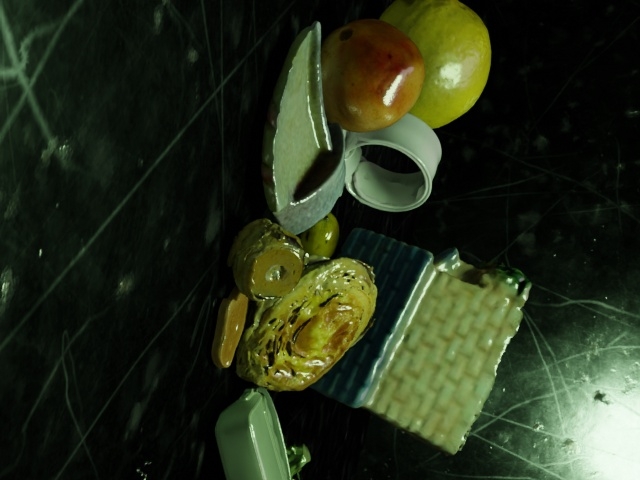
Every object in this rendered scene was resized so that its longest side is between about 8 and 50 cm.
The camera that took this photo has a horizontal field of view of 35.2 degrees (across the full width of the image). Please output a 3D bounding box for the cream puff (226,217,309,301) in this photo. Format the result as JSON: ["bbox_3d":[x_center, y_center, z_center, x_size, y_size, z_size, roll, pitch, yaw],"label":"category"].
[{"bbox_3d":[-0.085,0.025,1.542,0.133,0.119,0.104,64,-5,-35],"label":"cream puff"}]

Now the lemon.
[{"bbox_3d":[0.232,-0.392,2.213,0.297,0.297,0.297,12,90,-78],"label":"lemon"}]

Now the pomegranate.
[{"bbox_3d":[0.086,-0.296,1.798,0.209,0.209,0.209,12,90,-78],"label":"pomegranate"}]

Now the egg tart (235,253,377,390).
[{"bbox_3d":[-0.034,0.125,1.736,0.132,0.297,0.297,53,-26,39],"label":"egg tart"}]

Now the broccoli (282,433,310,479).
[{"bbox_3d":[-0.079,0.430,1.955,0.130,0.120,0.131,23,46,-63],"label":"broccoli"}]

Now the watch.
[{"bbox_3d":[0.119,-0.163,2.023,0.244,0.231,0.196,92,17,-52],"label":"watch"}]

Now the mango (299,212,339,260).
[{"bbox_3d":[0.000,0.000,2.005,0.161,0.076,0.103,79,21,-70],"label":"mango"}]

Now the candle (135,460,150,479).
[{"bbox_3d":[-0.253,0.368,1.308,0.026,0.021,0.167,40,61,-54],"label":"candle"}]

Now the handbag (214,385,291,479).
[{"bbox_3d":[-0.101,0.379,1.735,0.219,0.079,0.256,-41,118,-75],"label":"handbag"}]

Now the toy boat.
[{"bbox_3d":[-0.040,-0.154,1.636,0.293,0.111,0.276,65,38,-50],"label":"toy boat"}]

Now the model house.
[{"bbox_3d":[0.140,0.171,2.077,0.445,0.400,0.395,148,-34,-83],"label":"model house"}]

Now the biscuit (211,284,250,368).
[{"bbox_3d":[-0.143,0.125,1.577,0.118,0.023,0.140,83,23,-57],"label":"biscuit"}]
